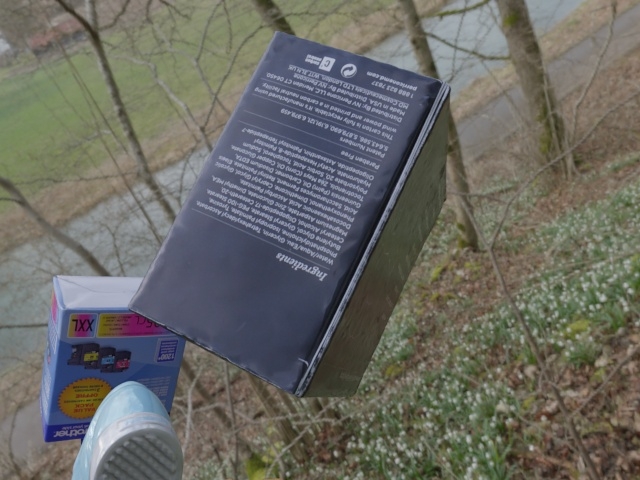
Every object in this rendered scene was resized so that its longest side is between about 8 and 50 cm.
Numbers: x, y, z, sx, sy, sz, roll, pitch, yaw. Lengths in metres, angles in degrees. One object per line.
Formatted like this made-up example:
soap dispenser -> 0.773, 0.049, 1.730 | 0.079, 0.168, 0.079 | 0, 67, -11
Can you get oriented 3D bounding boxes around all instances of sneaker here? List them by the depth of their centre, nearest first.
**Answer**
sneaker -> -0.259, 0.349, 0.714 | 0.150, 0.135, 0.366 | 43, 115, 60

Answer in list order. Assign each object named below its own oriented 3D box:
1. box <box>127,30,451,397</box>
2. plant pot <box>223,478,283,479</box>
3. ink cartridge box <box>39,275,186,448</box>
box -> 0.000, 0.000, 0.981 | 0.297, 0.480, 0.472 | 22, 80, 16
plant pot -> -0.179, 0.732, 1.501 | 0.188, 0.205, 0.205 | -10, 20, -19
ink cartridge box -> -0.462, 0.284, 1.243 | 0.270, 0.395, 0.151 | 4, 25, -31
